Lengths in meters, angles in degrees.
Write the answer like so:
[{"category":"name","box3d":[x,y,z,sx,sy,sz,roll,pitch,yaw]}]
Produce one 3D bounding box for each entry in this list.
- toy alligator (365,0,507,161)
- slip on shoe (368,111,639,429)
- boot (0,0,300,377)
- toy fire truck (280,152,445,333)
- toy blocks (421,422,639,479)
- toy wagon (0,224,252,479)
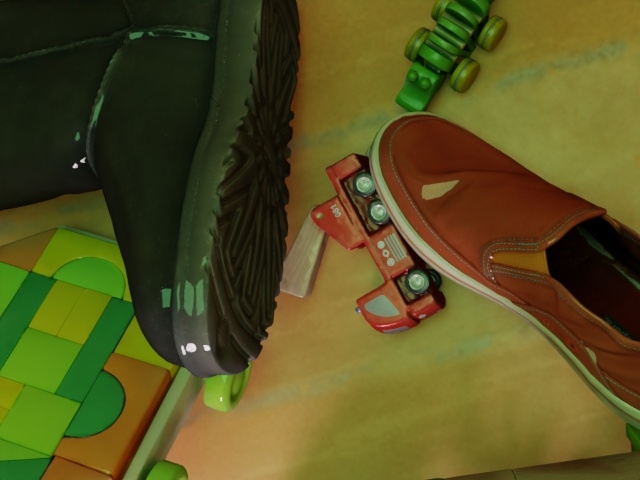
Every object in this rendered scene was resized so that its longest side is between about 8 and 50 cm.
[{"category":"toy alligator","box3d":[0.090,-0.138,1.299,0.056,0.051,0.189,35,93,15]},{"category":"slip on shoe","box3d":[0.168,0.003,1.209,0.123,0.101,0.331,-31,60,-29]},{"category":"boot","box3d":[-0.252,-0.042,1.266,0.445,0.146,0.367,-4,49,14]},{"category":"toy fire truck","box3d":[0.000,0.000,1.308,0.135,0.047,0.192,-30,82,15]},{"category":"toy blocks","box3d":[0.245,0.283,1.154,0.381,0.191,0.261,-7,108,-4]},{"category":"toy wagon","box3d":[-0.222,0.141,1.261,0.267,0.068,0.344,16,53,16]}]
